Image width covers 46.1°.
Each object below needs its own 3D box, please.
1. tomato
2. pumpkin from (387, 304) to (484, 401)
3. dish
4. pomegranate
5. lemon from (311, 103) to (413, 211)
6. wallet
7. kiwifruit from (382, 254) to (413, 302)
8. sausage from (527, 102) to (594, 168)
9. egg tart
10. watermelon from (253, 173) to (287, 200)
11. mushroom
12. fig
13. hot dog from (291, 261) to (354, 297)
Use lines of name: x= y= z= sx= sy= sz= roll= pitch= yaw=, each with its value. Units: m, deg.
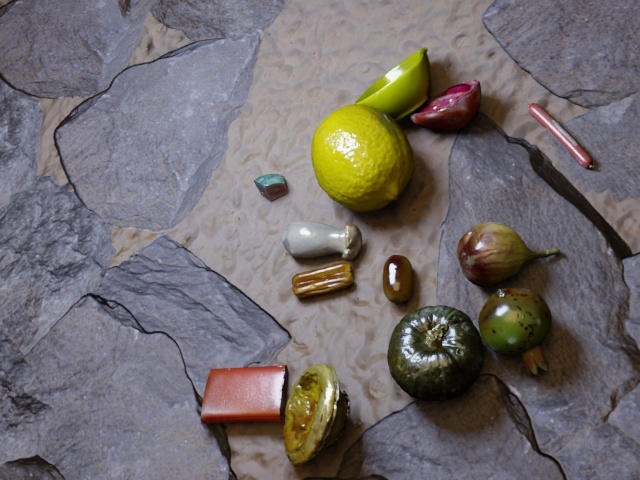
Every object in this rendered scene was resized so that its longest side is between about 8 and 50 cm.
tomato: x=0.338 y=-0.332 z=1.945 sx=0.189 sy=0.099 sz=0.173 roll=-37 pitch=20 yaw=-18
pumpkin: x=0.256 y=0.249 z=1.679 sx=0.223 sy=0.157 sz=0.224 roll=-7 pitch=52 yaw=10
dish: x=0.217 y=-0.398 z=1.993 sx=0.221 sy=0.108 sz=0.262 roll=-30 pitch=15 yaw=30
pomegranate: x=0.440 y=0.198 z=1.660 sx=0.159 sy=0.159 sz=0.205 roll=-27 pitch=87 yaw=4
lemon: x=0.099 y=-0.214 z=1.896 sx=0.253 sy=0.253 sz=0.310 roll=-32 pitch=60 yaw=0
wallet: x=-0.180 y=0.372 z=1.815 sx=0.204 sy=0.045 sz=0.142 roll=-5 pitch=54 yaw=15
kiwifruit: x=0.188 y=0.094 z=1.821 sx=0.075 sy=0.075 sz=0.124 roll=-8 pitch=60 yaw=13
sausage: x=0.601 y=-0.265 z=1.886 sx=0.034 sy=0.034 sz=0.253 roll=-33 pitch=60 yaw=0
egg tart: x=-0.007 y=0.393 z=1.692 sx=0.106 sy=0.241 sz=0.241 roll=20 pitch=66 yaw=-20
watermelon: x=-0.131 y=-0.146 z=2.037 sx=0.084 sy=0.092 sz=0.072 roll=-19 pitch=100 yaw=17
mushroom: x=0.000 y=0.000 z=1.914 sx=0.212 sy=0.088 sz=0.097 roll=7 pitch=57 yaw=18
fig: x=0.432 y=0.016 z=1.744 sx=0.230 sy=0.160 sz=0.143 roll=-23 pitch=101 yaw=4
hot dog: x=0.003 y=0.101 z=1.890 sx=0.165 sy=0.045 sz=0.071 roll=-15 pitch=64 yaw=10
